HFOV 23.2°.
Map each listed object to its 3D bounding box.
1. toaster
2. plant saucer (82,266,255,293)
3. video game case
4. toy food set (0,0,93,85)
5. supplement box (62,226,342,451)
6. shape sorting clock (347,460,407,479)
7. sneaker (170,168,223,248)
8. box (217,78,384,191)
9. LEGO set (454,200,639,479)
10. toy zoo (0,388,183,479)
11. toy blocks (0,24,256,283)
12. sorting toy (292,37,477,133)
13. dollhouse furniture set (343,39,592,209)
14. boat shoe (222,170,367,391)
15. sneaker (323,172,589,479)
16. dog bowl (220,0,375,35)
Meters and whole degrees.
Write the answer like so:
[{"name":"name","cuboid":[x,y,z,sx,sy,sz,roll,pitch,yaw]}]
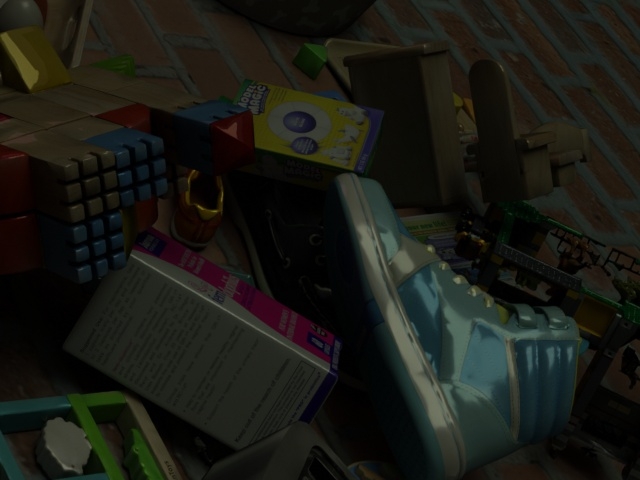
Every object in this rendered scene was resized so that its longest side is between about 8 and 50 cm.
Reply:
[{"name":"toaster","cuboid":[-0.033,0.250,1.230,0.185,0.110,0.168,50,30,-13]},{"name":"plant saucer","cuboid":[-0.144,0.040,1.527,0.192,0.018,0.067,13,39,-27]},{"name":"video game case","cuboid":[0.139,0.049,1.751,0.212,0.023,0.193,-7,52,-44]},{"name":"toy food set","cuboid":[-0.390,-0.268,1.615,0.306,0.092,0.219,17,36,-14]},{"name":"supplement box","cuboid":[-0.101,0.093,1.388,0.220,0.114,0.111,30,13,-5]},{"name":"shape sorting clock","cuboid":[0.100,0.271,1.397,0.206,0.040,0.206,27,22,-12]},{"name":"sneaker","cuboid":[-0.124,-0.066,1.631,0.064,0.067,0.175,14,37,-24]},{"name":"box","cuboid":[-0.032,-0.110,1.610,0.179,0.043,0.105,12,46,8]},{"name":"LEGO set","cuboid":[0.259,0.113,1.651,0.331,0.192,0.255,23,23,-4]},{"name":"toy zoo","cuboid":[-0.234,0.209,1.225,0.293,0.030,0.192,-2,48,-42]},{"name":"toy blocks","cuboid":[-0.234,-0.052,1.315,0.381,0.190,0.261,-22,29,-38]},{"name":"sorting toy","cuboid":[0.116,-0.194,2.014,0.348,0.047,0.196,1,46,-40]},{"name":"dollhouse furniture set","cuboid":[0.207,-0.154,1.774,0.356,0.303,0.173,-18,101,-46]},{"name":"boat shoe","cuboid":[0.003,0.000,1.614,0.127,0.113,0.340,6,43,-35]},{"name":"sneaker","cuboid":[0.134,0.066,1.485,0.208,0.127,0.319,-14,71,-16]},{"name":"dog bowl","cuboid":[-0.062,-0.408,2.082,0.349,0.102,0.348,22,35,-17]}]
